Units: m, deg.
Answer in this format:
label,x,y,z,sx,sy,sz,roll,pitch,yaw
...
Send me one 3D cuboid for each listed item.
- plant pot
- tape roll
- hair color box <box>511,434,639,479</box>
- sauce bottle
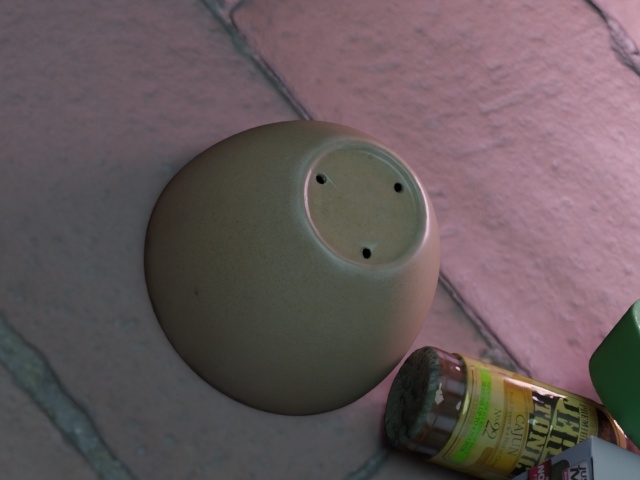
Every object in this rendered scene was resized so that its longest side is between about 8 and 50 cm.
label,x,y,z,sx,sy,sz,roll,pitch,yaw
plant pot,0.000,0.000,1.790,0.284,0.191,0.284,10,65,-22
tape roll,0.412,0.186,1.872,0.321,0.077,0.321,32,19,-13
hair color box,0.355,0.339,1.805,0.374,0.113,0.185,25,48,-31
sauce bottle,0.235,0.199,1.869,0.344,0.111,0.111,18,63,-18
